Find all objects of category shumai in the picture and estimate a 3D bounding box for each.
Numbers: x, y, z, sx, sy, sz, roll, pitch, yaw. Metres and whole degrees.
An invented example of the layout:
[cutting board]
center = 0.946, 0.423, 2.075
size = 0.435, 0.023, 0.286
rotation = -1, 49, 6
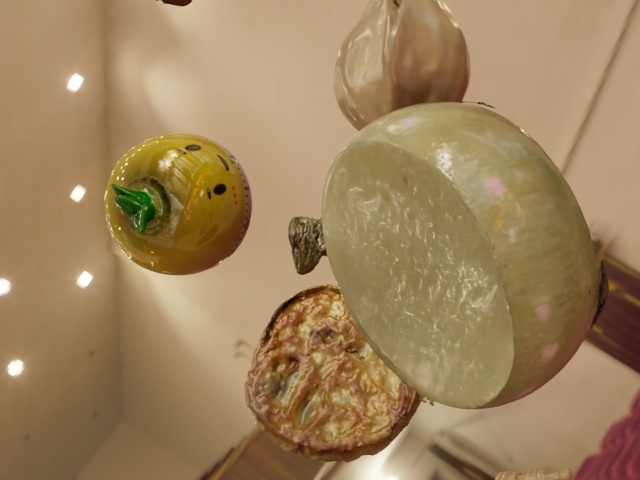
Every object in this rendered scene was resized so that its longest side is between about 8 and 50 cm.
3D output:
[shumai]
center = 0.000, 0.000, 1.535
size = 0.082, 0.081, 0.083
rotation = 78, -175, -45

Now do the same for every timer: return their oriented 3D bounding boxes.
[timer]
center = -0.278, -0.062, 2.051
size = 0.285, 0.285, 0.285
rotation = -51, -18, -23

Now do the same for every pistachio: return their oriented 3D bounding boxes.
[pistachio]
center = 0.126, -0.282, 1.766
size = 0.331, 0.208, 0.226
rotation = -76, -22, -44

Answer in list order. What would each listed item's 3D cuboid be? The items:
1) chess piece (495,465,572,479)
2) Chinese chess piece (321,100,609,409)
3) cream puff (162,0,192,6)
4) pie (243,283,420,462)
[chess piece]
center = 0.247, 0.275, 1.325
size = 0.092, 0.035, 0.035
rotation = -22, 9, 39
[Chinese chess piece]
center = 0.151, 0.015, 1.294
size = 0.146, 0.349, 0.349
rotation = -25, -32, -29
[cream puff]
center = -0.189, -0.360, 1.496
size = 0.094, 0.116, 0.122
rotation = -41, 9, -13
[pie]
center = 0.018, 0.224, 1.912
size = 0.315, 0.315, 0.092
rotation = -51, -20, -23
